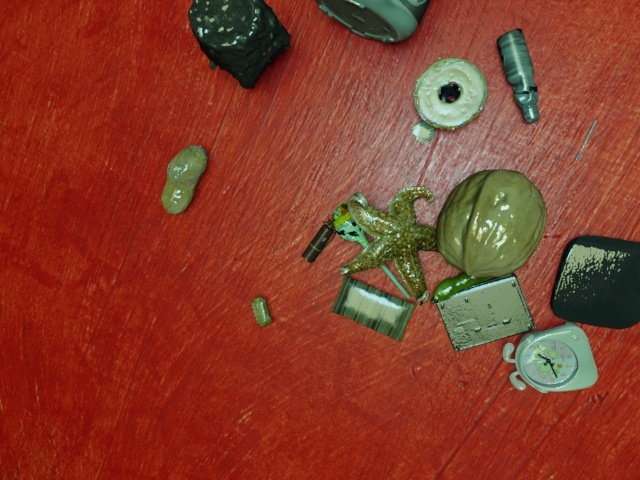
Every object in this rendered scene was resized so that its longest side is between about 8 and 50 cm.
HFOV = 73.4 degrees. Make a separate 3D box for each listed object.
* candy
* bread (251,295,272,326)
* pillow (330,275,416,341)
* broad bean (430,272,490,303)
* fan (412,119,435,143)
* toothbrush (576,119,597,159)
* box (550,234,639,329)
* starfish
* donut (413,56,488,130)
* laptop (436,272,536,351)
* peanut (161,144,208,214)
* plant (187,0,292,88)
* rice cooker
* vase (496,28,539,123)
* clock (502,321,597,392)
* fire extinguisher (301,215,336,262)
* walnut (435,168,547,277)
[{"bbox_3d":[0.140,0.032,1.118,0.083,0.091,0.305,-36,98,35],"label":"candy"},{"bbox_3d":[-0.168,0.201,1.223,0.049,0.034,0.088,-20,86,30],"label":"bread"},{"bbox_3d":[0.139,0.180,1.141,0.203,0.038,0.113,23,98,10],"label":"pillow"},{"bbox_3d":[0.381,0.085,1.060,0.256,0.053,0.052,-31,88,13],"label":"broad bean"},{"bbox_3d":[0.273,-0.281,1.076,0.083,0.004,0.056,-29,86,15],"label":"fan"},{"bbox_3d":[0.616,-0.231,0.992,0.006,0.008,0.097,20,100,-2],"label":"toothbrush"},{"bbox_3d":[0.657,0.097,0.998,0.201,0.042,0.212,11,99,13],"label":"box"},{"bbox_3d":[0.191,0.011,1.036,0.312,0.113,0.303,-18,83,-13],"label":"starfish"},{"bbox_3d":[0.309,-0.347,1.028,0.175,0.068,0.174,1,94,15],"label":"donut"},{"bbox_3d":[0.410,0.181,1.077,0.207,0.026,0.153,-20,91,16],"label":"laptop"},{"bbox_3d":[-0.390,-0.173,1.218,0.100,0.099,0.214,27,107,10],"label":"peanut"},{"bbox_3d":[-0.188,-0.486,1.040,0.188,0.276,0.199,42,94,3],"label":"plant"},{"bbox_3d":[0.140,-0.614,0.943,0.288,0.288,0.277,29,101,10],"label":"rice cooker"},{"bbox_3d":[0.464,-0.374,0.991,0.060,0.060,0.211,-16,93,15],"label":"vase"},{"bbox_3d":[0.546,0.286,1.035,0.191,0.062,0.151,-16,92,16],"label":"clock"},{"bbox_3d":[0.000,0.000,1.157,0.056,0.039,0.132,30,104,-24],"label":"fire extinguisher"},{"bbox_3d":[0.377,-0.037,0.960,0.225,0.225,0.261,24,72,11],"label":"walnut"}]
